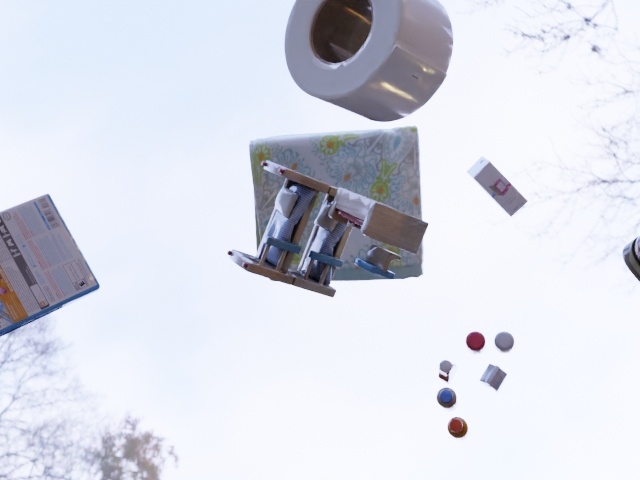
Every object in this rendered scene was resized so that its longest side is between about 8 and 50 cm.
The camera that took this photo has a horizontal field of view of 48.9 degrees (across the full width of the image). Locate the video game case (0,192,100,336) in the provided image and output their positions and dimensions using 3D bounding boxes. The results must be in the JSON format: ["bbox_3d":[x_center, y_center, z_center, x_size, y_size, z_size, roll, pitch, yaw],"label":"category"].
[{"bbox_3d":[-0.327,0.034,0.710,0.166,0.119,0.015,-27,-7,-29],"label":"video game case"}]

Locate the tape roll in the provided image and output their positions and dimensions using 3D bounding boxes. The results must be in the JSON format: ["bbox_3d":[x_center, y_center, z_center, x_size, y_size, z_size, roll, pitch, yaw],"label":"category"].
[{"bbox_3d":[0.082,-0.340,1.206,0.169,0.246,0.246,9,-50,-51],"label":"tape roll"}]

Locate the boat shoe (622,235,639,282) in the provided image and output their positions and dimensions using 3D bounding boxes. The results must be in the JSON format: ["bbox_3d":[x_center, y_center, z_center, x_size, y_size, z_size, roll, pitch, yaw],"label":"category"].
[{"bbox_3d":[0.651,0.100,1.178,0.307,0.110,0.104,44,-32,7],"label":"boat shoe"}]

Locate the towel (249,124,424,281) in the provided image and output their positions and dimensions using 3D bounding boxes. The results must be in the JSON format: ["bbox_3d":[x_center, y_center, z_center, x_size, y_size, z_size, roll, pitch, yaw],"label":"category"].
[{"bbox_3d":[0.031,-0.074,1.513,0.374,0.090,0.321,-1,-79,16],"label":"towel"}]

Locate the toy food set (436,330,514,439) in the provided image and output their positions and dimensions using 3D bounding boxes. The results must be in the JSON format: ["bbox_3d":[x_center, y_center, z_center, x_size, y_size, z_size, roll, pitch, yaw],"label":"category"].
[{"bbox_3d":[0.289,0.261,1.356,0.232,0.111,0.104,-55,-23,-9],"label":"toy food set"}]

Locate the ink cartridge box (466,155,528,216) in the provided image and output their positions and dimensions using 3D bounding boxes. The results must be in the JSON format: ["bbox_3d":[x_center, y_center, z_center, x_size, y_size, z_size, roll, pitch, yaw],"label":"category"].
[{"bbox_3d":[0.378,-0.117,1.513,0.052,0.088,0.122,-43,-81,10],"label":"ink cartridge box"}]

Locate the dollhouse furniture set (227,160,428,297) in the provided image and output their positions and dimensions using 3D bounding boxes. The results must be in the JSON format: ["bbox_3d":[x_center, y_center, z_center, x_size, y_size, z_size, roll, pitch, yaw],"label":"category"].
[{"bbox_3d":[0.000,0.000,0.800,0.129,0.183,0.129,19,-85,-30],"label":"dollhouse furniture set"}]
